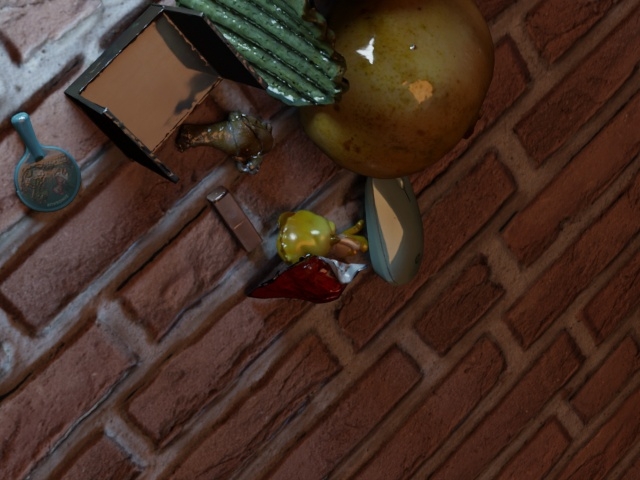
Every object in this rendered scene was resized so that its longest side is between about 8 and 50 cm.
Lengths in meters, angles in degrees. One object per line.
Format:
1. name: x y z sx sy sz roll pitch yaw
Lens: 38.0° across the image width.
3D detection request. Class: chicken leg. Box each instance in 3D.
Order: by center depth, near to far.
1. chicken leg: -0.185 -0.208 1.876 0.196 0.080 0.125 17 109 -31

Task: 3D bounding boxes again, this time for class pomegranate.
1. pomegranate: 0.158 -0.318 1.838 0.416 0.416 0.417 -9 109 -27

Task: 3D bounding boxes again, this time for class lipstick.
1. lipstick: -0.179 -0.044 1.946 0.045 0.045 0.145 -41 120 -14

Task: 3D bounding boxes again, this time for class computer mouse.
1. computer mouse: 0.177 -0.037 2.086 0.159 0.097 0.289 -26 118 -50

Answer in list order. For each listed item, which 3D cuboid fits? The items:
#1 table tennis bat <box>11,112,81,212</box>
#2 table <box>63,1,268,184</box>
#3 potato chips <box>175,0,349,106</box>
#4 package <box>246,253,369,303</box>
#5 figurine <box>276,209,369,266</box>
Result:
1. table tennis bat: -0.523 -0.145 1.733 0.124 0.033 0.201 -29 122 -21
2. table: -0.281 -0.269 1.679 0.250 0.282 0.196 -47 121 -9
3. potato chips: -0.123 -0.396 1.638 0.070 0.429 0.358 -44 156 -22
4. package: -0.018 0.092 1.966 0.194 0.269 0.071 19 56 -26
5. figurine: 0.000 0.000 2.020 0.246 0.156 0.131 6 71 -48
